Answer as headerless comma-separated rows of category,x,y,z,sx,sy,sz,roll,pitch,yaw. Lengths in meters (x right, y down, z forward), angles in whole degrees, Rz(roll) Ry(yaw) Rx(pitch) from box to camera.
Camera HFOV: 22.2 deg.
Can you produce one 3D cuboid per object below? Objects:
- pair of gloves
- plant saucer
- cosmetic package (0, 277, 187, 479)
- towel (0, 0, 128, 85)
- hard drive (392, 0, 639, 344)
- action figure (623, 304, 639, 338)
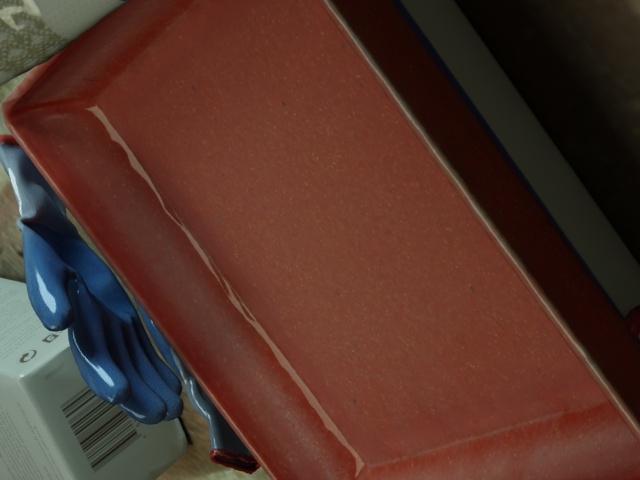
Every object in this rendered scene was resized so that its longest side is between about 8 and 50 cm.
pair of gloves,-0.085,0.034,0.789,0.198,0.023,0.159,35,-155,-58
plant saucer,0.000,0.000,0.654,0.259,0.048,0.258,53,149,-5
cosmetic package,-0.198,0.092,1.049,0.231,0.085,0.117,11,131,49
towel,-0.106,-0.146,0.414,0.285,0.034,0.209,-27,116,36
hard drive,0.025,-0.010,0.697,0.319,0.040,0.210,54,149,-5
action figure,0.145,0.005,0.562,0.038,0.030,0.115,31,135,2
